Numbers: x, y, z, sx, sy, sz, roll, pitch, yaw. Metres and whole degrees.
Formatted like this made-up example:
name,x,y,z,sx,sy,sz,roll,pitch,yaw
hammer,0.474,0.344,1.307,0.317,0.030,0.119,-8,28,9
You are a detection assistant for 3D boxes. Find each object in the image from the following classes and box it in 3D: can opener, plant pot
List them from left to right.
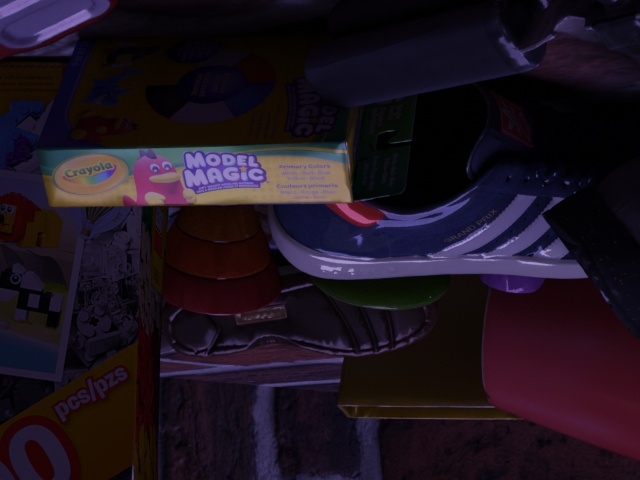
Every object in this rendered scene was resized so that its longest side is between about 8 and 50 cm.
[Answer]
name,x,y,z,sx,sy,sz,roll,pitch,yaw
plant pot,0.132,0.102,2.025,0.212,0.187,0.212,1,171,4
can opener,0.094,-0.136,0.978,0.280,0.074,0.093,-12,130,49
plant pot,0.302,0.092,1.792,0.243,0.275,0.275,8,174,19

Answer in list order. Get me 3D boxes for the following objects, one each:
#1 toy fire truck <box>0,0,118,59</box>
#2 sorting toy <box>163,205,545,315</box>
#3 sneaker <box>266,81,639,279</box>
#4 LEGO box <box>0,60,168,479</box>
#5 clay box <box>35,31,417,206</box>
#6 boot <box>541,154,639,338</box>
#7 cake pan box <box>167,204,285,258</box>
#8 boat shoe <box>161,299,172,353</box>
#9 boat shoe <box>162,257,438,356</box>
name,x,y,z,sx,sy,sz,roll,pitch,yaw
toy fire truck,-0.254,-0.119,0.871,0.254,0.169,0.302,-25,167,8
sorting toy,0.033,-0.020,1.567,0.365,0.126,0.127,-1,-153,-12
sneaker,0.140,-0.057,1.274,0.350,0.131,0.148,-9,147,-16
LEGO box,-0.364,0.070,1.287,0.500,0.373,0.193,0,171,2
clay box,-0.054,-0.078,1.125,0.222,0.127,0.053,-2,128,9
boot,0.299,-0.008,1.219,0.222,0.118,0.338,-38,157,7
cake pan box,0.000,0.000,1.782,0.266,0.070,0.246,5,172,-21
boat shoe,-0.321,0.060,2.065,0.355,0.132,0.130,9,-179,0
boat shoe,-0.017,0.050,1.681,0.257,0.095,0.095,0,-155,6
